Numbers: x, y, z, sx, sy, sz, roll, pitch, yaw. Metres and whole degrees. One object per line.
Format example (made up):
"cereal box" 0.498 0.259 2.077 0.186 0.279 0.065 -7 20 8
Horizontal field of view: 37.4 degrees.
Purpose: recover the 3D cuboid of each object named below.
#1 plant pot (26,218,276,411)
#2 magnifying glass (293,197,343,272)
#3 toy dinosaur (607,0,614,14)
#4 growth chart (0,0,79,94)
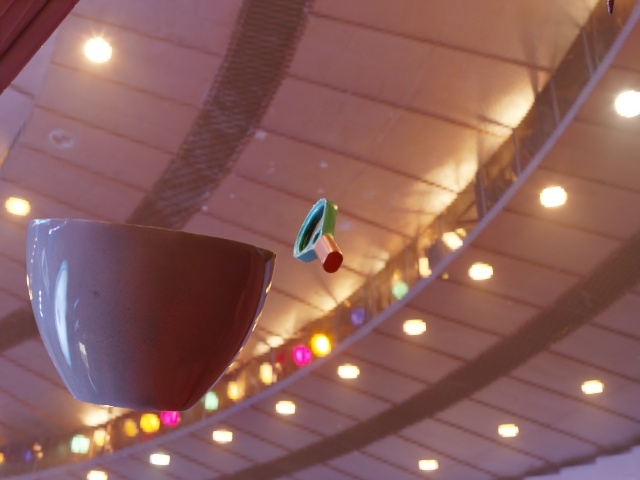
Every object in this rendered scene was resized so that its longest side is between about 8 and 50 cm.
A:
"plant pot" -0.201 0.093 1.080 0.284 0.191 0.284 6 -7 1
"magnifying glass" 0.000 0.000 1.230 0.026 0.231 0.092 27 -82 -14
"toy dinosaur" 0.170 -0.238 0.567 0.092 0.053 0.183 -38 -48 -15
"growth chart" -0.245 -0.205 0.597 0.021 0.172 0.237 28 -21 43
